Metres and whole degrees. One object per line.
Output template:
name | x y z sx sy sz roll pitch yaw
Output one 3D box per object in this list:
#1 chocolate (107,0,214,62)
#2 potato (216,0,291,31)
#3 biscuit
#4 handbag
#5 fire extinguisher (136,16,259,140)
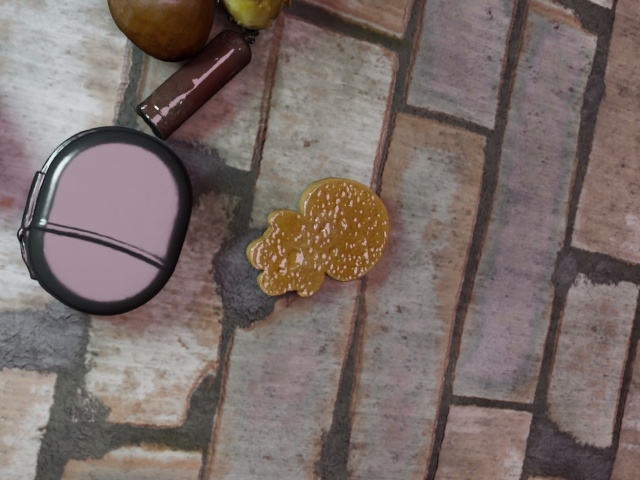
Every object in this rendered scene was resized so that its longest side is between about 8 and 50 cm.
chocolate | -0.247 -0.365 1.086 0.176 0.176 0.177 -2 95 -23
potato | -0.116 -0.498 1.132 0.191 0.141 0.297 -9 98 -37
biscuit | 0.000 0.000 1.282 0.288 0.044 0.202 -31 105 -16
handbag | -0.339 -0.032 1.108 0.253 0.093 0.308 17 88 -24
fire extinguisher | -0.198 -0.289 1.164 0.089 0.072 0.268 40 76 17
